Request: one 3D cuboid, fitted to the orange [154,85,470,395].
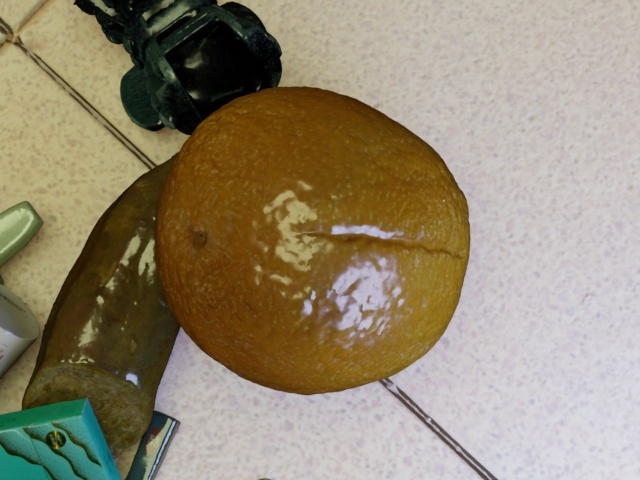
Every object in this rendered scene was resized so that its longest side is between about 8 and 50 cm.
[{"bbox_3d":[0.000,0.000,1.651,0.322,0.357,0.322,-2,87,36],"label":"orange"}]

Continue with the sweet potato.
[{"bbox_3d":[-0.212,0.060,1.759,0.157,0.158,0.370,19,75,7],"label":"sweet potato"}]

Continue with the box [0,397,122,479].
[{"bbox_3d":[-0.338,0.263,1.729,0.226,0.042,0.161,-11,121,10],"label":"box"}]

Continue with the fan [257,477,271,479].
[{"bbox_3d":[-0.101,0.373,1.766,0.220,0.009,0.132,-42,78,-4],"label":"fan"}]

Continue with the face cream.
[{"bbox_3d":[-0.416,0.149,1.756,0.096,0.096,0.214,46,104,10],"label":"face cream"}]

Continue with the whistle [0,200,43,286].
[{"bbox_3d":[-0.421,0.042,1.805,0.244,0.092,0.110,-39,78,-1],"label":"whistle"}]

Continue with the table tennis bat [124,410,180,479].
[{"bbox_3d":[-0.231,0.338,1.777,0.173,0.022,0.301,22,85,10],"label":"table tennis bat"}]

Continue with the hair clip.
[{"bbox_3d":[-0.163,-0.241,1.774,0.194,0.206,0.310,-34,65,-6],"label":"hair clip"}]
